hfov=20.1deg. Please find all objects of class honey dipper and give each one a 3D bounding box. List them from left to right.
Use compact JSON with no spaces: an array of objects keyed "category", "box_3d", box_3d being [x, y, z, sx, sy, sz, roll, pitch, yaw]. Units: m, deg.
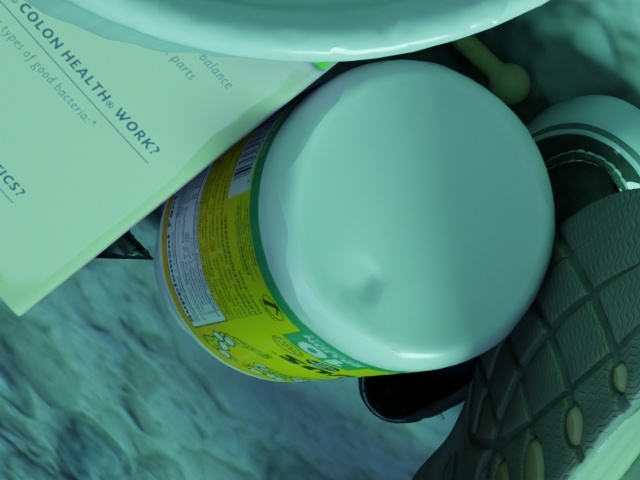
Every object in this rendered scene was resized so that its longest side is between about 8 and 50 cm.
[{"category":"honey dipper","box_3d":[0.028,-0.115,0.751,0.160,0.030,0.030,41,145,-6]}]

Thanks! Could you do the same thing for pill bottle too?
[{"category":"pill bottle","box_3d":[0.000,0.000,0.752,0.117,0.117,0.208,49,160,-10]}]

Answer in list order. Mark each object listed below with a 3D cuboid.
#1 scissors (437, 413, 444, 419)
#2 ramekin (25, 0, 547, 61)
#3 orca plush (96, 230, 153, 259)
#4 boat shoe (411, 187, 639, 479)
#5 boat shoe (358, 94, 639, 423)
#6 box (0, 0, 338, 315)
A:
[{"category":"scissors","box_3d":[-0.035,-0.024,0.906,0.297,0.021,0.109,41,142,4]},{"category":"ramekin","box_3d":[-0.022,-0.182,0.516,0.277,0.277,0.135,48,167,-10]},{"category":"orca plush","box_3d":[-0.162,-0.076,0.869,0.151,0.102,0.287,29,141,17]},{"category":"boat shoe","box_3d":[0.123,0.101,0.746,0.130,0.132,0.355,12,146,-8]},{"category":"boat shoe","box_3d":[0.076,0.020,0.804,0.080,0.076,0.228,43,145,-2]},{"category":"box","box_3d":[-0.091,-0.132,0.693,0.243,0.117,0.213,-37,101,31]}]
